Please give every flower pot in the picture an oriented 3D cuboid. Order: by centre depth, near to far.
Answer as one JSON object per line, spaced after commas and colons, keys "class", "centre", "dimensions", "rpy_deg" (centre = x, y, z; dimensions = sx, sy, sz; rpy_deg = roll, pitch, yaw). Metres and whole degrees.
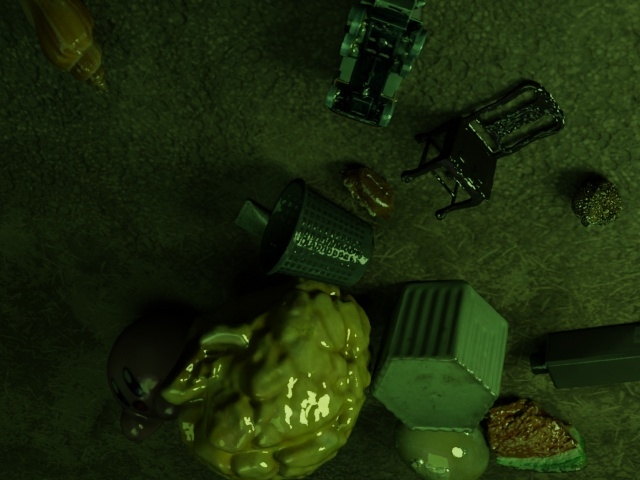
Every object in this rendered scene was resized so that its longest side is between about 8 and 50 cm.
{"class": "flower pot", "centre": [0.215, 0.213, 1.805], "dimensions": [0.209, 0.189, 0.239], "rpy_deg": [-28, 120, 37]}

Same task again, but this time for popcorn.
{"class": "popcorn", "centre": [-0.079, 0.254, 1.792], "dimensions": [0.390, 0.354, 0.344], "rpy_deg": [-23, 164, -10]}

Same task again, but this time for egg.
{"class": "egg", "centre": [0.246, 0.411, 2.013], "dimensions": [0.201, 0.164, 0.164], "rpy_deg": [22, 136, 2]}

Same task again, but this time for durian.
{"class": "durian", "centre": [0.431, -0.060, 1.549], "dimensions": [0.080, 0.080, 0.091], "rpy_deg": [9, 155, 10]}

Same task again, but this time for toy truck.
{"class": "toy truck", "centre": [0.089, -0.285, 1.414], "dimensions": [0.108, 0.140, 0.256], "rpy_deg": [19, 147, 0]}

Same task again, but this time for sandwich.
{"class": "sandwich", "centre": [0.427, 0.377, 1.966], "dimensions": [0.185, 0.109, 0.160], "rpy_deg": [-6, 111, 26]}

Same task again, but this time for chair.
{"class": "chair", "centre": [0.250, -0.137, 1.517], "dimensions": [0.229, 0.113, 0.106], "rpy_deg": [-24, 124, 38]}

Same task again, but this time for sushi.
{"class": "sushi", "centre": [0.080, -0.079, 1.666], "dimensions": [0.060, 0.061, 0.118], "rpy_deg": [-29, 99, 47]}

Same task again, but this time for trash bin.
{"class": "trash bin", "centre": [0.000, 0.000, 1.704], "dimensions": [0.161, 0.175, 0.175], "rpy_deg": [21, 137, -20]}

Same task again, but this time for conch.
{"class": "conch", "centre": [-0.418, -0.370, 1.527], "dimensions": [0.093, 0.109, 0.330], "rpy_deg": [-29, 102, -6]}

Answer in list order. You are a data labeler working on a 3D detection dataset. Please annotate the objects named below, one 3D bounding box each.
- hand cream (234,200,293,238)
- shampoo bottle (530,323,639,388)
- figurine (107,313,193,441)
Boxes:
{"class": "hand cream", "centre": [-0.061, -0.003, 1.793], "dimensions": [0.194, 0.042, 0.067], "rpy_deg": [29, 136, -4]}
{"class": "shampoo bottle", "centre": [0.500, 0.209, 1.785], "dimensions": [0.246, 0.080, 0.079], "rpy_deg": [-10, 128, 27]}
{"class": "figurine", "centre": [-0.313, 0.249, 2.018], "dimensions": [0.270, 0.261, 0.211], "rpy_deg": [-35, 88, 41]}
